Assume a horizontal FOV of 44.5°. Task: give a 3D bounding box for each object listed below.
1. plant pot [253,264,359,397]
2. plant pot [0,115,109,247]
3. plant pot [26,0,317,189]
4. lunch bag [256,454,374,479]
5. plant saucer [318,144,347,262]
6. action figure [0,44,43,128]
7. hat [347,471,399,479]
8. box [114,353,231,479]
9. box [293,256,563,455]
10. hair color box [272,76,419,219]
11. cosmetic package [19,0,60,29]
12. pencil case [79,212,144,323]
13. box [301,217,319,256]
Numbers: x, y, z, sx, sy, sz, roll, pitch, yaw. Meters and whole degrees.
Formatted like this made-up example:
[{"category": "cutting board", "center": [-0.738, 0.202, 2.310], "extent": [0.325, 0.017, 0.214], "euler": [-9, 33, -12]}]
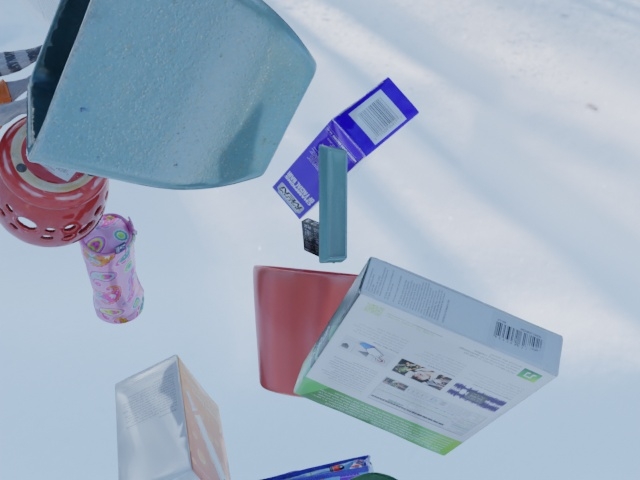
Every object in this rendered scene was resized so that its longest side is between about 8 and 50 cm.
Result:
[{"category": "plant pot", "center": [-0.016, 0.181, 1.576], "extent": [0.275, 0.243, 0.275], "euler": [6, -1, 0]}, {"category": "plant pot", "center": [-0.434, -0.105, 1.272], "extent": [0.191, 0.174, 0.191], "euler": [10, 64, -21]}, {"category": "plant pot", "center": [-0.156, -0.195, 0.859], "extent": [0.252, 0.247, 0.247], "euler": [19, 19, -29]}, {"category": "lunch bag", "center": [-0.012, 0.612, 1.690], "extent": [0.293, 0.221, 0.138], "euler": [-12, -6, 4]}, {"category": "plant saucer", "center": [0.023, -0.059, 1.280], "extent": [0.018, 0.192, 0.067], "euler": [1, 1, 37]}, {"category": "action figure", "center": [-0.590, -0.244, 1.191], "extent": [0.330, 0.178, 0.341], "euler": [2, 36, -19]}, {"category": "hat", "center": [0.103, 0.401, 1.001], "extent": [0.173, 0.183, 0.208], "euler": [-8, 55, 37]}, {"category": "box", "center": [-0.323, 0.462, 1.722], "extent": [0.168, 0.215, 0.345], "euler": [-26, 37, 3]}, {"category": "box", "center": [0.113, 0.156, 0.958], "extent": [0.232, 0.322, 0.058], "euler": [23, 55, -3]}, {"category": "hair color box", "center": [0.045, -0.189, 1.669], "extent": [0.110, 0.339, 0.185], "euler": [49, 58, 1]}, {"category": "cosmetic package", "center": [-0.402, -0.579, 1.468], "extent": [0.329, 0.327, 0.394], "euler": [-31, 51, -22]}, {"category": "pencil case", "center": [-0.446, 0.063, 1.693], "extent": [0.124, 0.284, 0.124], "euler": [4, 50, -5]}, {"category": "box", "center": [0.000, 0.000, 1.501], "extent": [0.083, 0.067, 0.018], "euler": [23, 39, 40]}]
